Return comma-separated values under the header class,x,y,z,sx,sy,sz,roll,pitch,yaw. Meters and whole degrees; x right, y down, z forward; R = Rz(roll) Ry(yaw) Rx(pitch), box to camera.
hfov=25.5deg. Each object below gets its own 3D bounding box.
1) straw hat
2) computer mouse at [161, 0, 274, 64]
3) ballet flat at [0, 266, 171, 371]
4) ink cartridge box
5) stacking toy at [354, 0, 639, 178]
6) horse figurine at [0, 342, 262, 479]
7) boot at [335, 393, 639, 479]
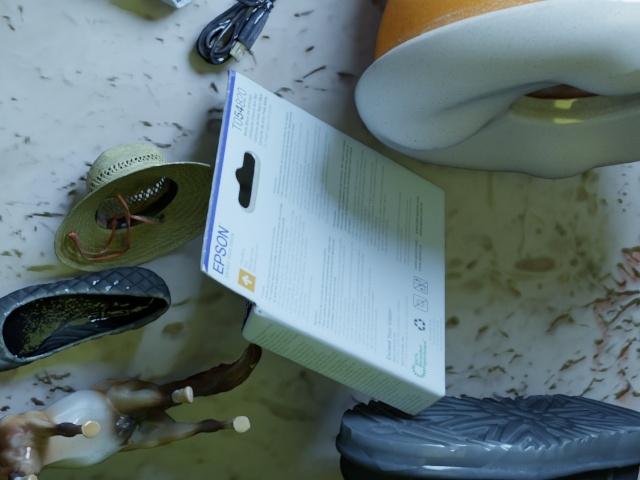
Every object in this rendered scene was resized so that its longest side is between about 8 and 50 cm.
class,x,y,z,sx,sy,sz,roll,pitch,yaw
straw hat,-0.146,-0.040,1.083,0.145,0.144,0.061,-12,61,-22
computer mouse,-0.117,-0.222,1.091,0.193,0.042,0.106,33,88,-29
ballet flat,-0.198,0.059,1.083,0.173,0.049,0.057,-21,109,-20
ink cartridge box,0.000,0.000,1.095,0.224,0.045,0.223,29,42,-24
stacking toy,0.191,-0.309,1.117,0.351,0.350,0.479,2,77,-24
horse figurine,-0.168,0.138,1.063,0.263,0.174,0.066,-14,94,-35
boot,0.127,0.361,1.172,0.367,0.146,0.445,6,96,-44
